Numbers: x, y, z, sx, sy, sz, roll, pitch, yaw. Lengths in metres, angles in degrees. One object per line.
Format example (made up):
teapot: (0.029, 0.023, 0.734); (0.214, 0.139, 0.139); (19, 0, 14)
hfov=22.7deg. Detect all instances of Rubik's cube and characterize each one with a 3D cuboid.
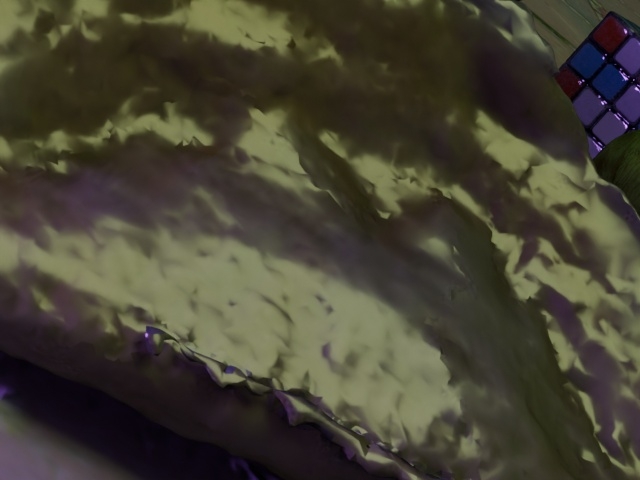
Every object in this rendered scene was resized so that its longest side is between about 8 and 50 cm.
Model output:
Rubik's cube: (0.208, -0.082, 1.060); (0.092, 0.092, 0.092); (49, 19, 25)

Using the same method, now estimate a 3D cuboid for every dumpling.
dumpling: (-0.003, 0.004, 0.408); (0.332, 0.086, 0.166); (35, 50, -19)

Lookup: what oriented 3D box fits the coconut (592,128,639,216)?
coconut: (0.166, -0.015, 0.774); (0.088, 0.096, 0.088); (43, -23, 23)
